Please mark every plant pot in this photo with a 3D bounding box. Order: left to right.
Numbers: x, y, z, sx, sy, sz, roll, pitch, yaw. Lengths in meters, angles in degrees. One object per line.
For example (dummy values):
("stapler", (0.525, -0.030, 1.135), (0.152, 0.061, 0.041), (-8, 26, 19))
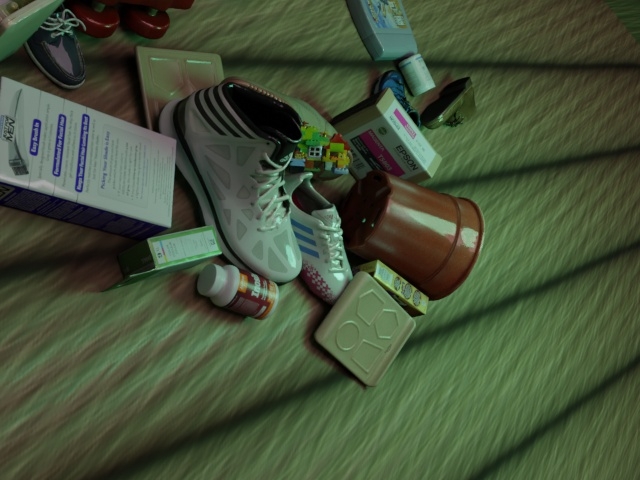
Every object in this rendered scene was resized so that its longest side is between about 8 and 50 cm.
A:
("plant pot", (0.199, -0.027, 1.852), (0.265, 0.272, 0.272), (24, 58, -27))

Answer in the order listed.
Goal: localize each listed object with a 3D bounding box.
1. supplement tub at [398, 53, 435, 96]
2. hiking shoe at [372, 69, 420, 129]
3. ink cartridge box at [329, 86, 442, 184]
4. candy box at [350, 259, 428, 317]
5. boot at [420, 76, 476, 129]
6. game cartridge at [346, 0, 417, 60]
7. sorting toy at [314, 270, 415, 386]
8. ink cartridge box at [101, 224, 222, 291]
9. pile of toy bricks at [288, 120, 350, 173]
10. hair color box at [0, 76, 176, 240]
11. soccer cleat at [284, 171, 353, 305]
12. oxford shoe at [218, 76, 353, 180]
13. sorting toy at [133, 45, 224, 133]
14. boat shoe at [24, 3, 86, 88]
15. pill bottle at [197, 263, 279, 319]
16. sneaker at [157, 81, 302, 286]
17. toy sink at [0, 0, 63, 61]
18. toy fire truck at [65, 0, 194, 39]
("supplement tub", (0.276, -0.474, 2.227), (0.071, 0.071, 0.107), (-32, 98, -47))
("hiking shoe", (0.216, -0.331, 2.063), (0.113, 0.132, 0.304), (21, 60, -38))
("ink cartridge box", (0.150, -0.230, 1.914), (0.234, 0.193, 0.088), (50, 46, -18))
("candy box", (0.154, 0.122, 1.835), (0.187, 0.109, 0.053), (34, 55, -30))
("boot", (0.391, -0.378, 2.285), (0.305, 0.112, 0.115), (-45, 117, -47))
("game cartridge", (0.162, -0.655, 2.202), (0.198, 0.062, 0.297), (-16, 86, -51))
("sorting toy", (0.101, 0.201, 1.757), (0.208, 0.038, 0.193), (44, 73, -27))
("ink cartridge box", (-0.297, 0.030, 1.425), (0.209, 0.109, 0.062), (-16, 85, -46))
("pile of toy bricks", (-0.030, -0.202, 1.664), (0.212, 0.118, 0.105), (2, 101, -14))
("hair color box", (-0.427, -0.132, 1.365), (0.339, 0.110, 0.185), (18, 63, -41))
("soccer cleat", (0.000, 0.000, 1.707), (0.116, 0.143, 0.331), (-42, 105, -45))
("oxford shoe", (-0.094, -0.266, 1.744), (0.397, 0.140, 0.146), (30, 29, -45))
("sorting toy", (-0.274, -0.245, 1.616), (0.229, 0.041, 0.307), (-6, 84, -46))
("boat shoe", (-0.497, -0.404, 1.424), (0.095, 0.079, 0.254), (-26, 93, -47))
("pill bottle", (-0.164, 0.099, 1.546), (0.152, 0.086, 0.086), (24, 58, -37))
("sneaker", (-0.117, -0.103, 1.524), (0.169, 0.258, 0.447), (-49, 116, -41))
("toy sink", (-0.543, -0.373, 1.253), (0.131, 0.234, 0.152), (52, 46, -17))
("toy fire truck", (-0.401, -0.547, 1.535), (0.302, 0.169, 0.253), (-14, 66, -48))
